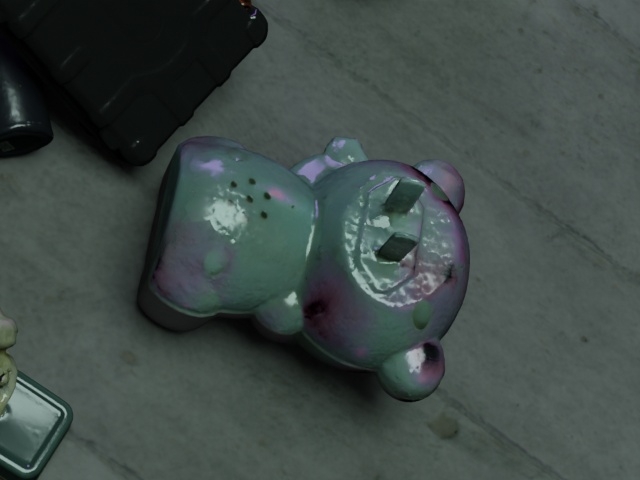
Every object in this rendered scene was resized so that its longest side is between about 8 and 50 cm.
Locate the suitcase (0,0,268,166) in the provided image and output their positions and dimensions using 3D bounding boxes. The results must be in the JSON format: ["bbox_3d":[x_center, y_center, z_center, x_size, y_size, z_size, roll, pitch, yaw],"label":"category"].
[{"bbox_3d":[-0.192,-0.226,1.759,0.206,0.066,0.285,-48,130,-9],"label":"suitcase"}]

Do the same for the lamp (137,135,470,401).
[{"bbox_3d":[0.000,0.000,1.772,0.301,0.247,0.247,14,63,-10],"label":"lamp"}]

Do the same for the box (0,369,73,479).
[{"bbox_3d":[-0.290,0.156,1.700,0.126,0.031,0.091,35,61,-7],"label":"box"}]

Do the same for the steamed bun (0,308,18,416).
[{"bbox_3d":[-0.397,0.104,1.587,0.268,0.207,0.280,-17,48,-20],"label":"steamed bun"}]

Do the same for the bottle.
[{"bbox_3d":[-0.309,-0.203,1.801,0.082,0.072,0.244,-13,76,-5],"label":"bottle"}]
